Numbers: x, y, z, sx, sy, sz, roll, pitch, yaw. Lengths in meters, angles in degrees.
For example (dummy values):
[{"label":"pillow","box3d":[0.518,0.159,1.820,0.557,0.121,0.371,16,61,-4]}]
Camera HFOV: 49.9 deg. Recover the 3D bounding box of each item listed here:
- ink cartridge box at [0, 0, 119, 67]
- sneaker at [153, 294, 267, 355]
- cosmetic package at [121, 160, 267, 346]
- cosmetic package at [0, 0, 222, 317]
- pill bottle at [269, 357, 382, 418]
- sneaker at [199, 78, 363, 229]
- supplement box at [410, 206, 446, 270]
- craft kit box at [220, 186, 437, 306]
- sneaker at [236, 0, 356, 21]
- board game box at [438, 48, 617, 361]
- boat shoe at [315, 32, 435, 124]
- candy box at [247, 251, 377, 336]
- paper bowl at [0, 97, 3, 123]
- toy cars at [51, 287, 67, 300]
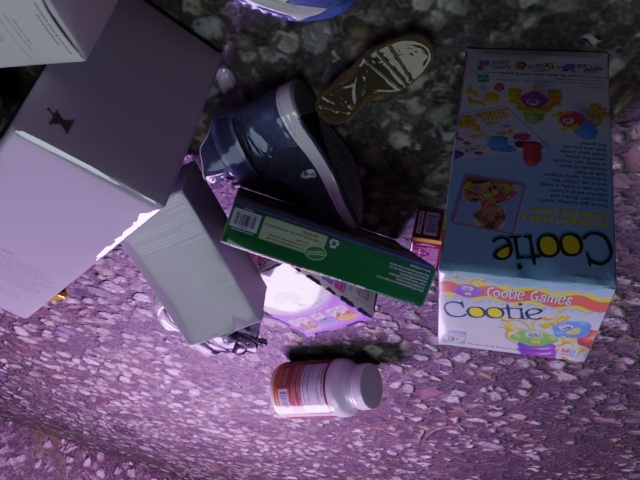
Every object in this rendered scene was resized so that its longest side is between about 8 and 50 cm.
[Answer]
[{"label":"ink cartridge box","box3d":[-0.308,-0.248,0.661,0.218,0.158,0.092,2,146,18]},{"label":"sneaker","box3d":[-0.189,0.137,1.264,0.153,0.101,0.268,1,151,18]},{"label":"cosmetic package","box3d":[-0.183,0.023,0.987,0.127,0.107,0.238,-19,120,12]},{"label":"cosmetic package","box3d":[-0.326,-0.084,0.857,0.161,0.230,0.453,31,144,-26]},{"label":"pill bottle","box3d":[0.013,0.304,1.417,0.216,0.121,0.121,-11,140,32]},{"label":"sneaker","box3d":[-0.050,-0.088,0.866,0.163,0.086,0.226,-15,131,24]},{"label":"supplement box","box3d":[0.150,-0.001,0.965,0.043,0.055,0.083,9,146,10]},{"label":"craft kit box","box3d":[0.000,0.000,0.897,0.250,0.060,0.246,19,-171,-7]},{"label":"sneaker","box3d":[-0.074,-0.293,0.552,0.296,0.111,0.131,27,145,-20]},{"label":"board game box","box3d":[0.200,-0.042,0.679,0.144,0.275,0.142,6,146,13]},{"label":"boat shoe","box3d":[0.059,-0.180,0.745,0.056,0.048,0.153,43,132,-19]},{"label":"candy box","box3d":[-0.031,0.075,1.132,0.196,0.070,0.165,35,142,-31]},{"label":"paper bowl","box3d":[-0.532,-0.199,0.830,0.284,0.148,0.284,10,147,7]},{"label":"toy cars","box3d":[-0.656,0.025,1.246,0.394,0.087,0.176,12,154,-11]}]
